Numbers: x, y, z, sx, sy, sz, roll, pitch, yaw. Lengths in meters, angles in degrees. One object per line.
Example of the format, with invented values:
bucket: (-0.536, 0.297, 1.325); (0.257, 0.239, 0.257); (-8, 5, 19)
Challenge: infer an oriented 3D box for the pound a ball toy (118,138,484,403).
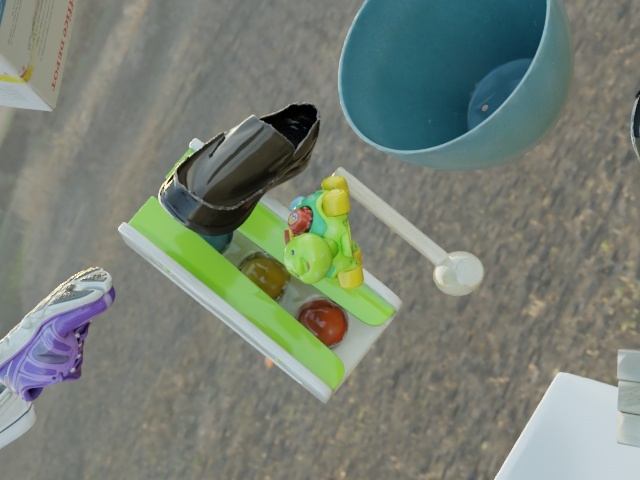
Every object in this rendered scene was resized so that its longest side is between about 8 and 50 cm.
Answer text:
pound a ball toy: (-0.017, 0.019, 1.158); (0.208, 0.319, 0.136); (-52, -5, -9)

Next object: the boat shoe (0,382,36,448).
boat shoe: (-0.517, 0.275, 1.527); (0.095, 0.084, 0.258); (8, 35, 46)

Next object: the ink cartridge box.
ink cartridge box: (-0.457, -0.311, 1.429); (0.270, 0.197, 0.198); (62, -144, -73)

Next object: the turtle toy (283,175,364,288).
turtle toy: (0.000, 0.000, 1.007); (0.130, 0.066, 0.095); (-87, -14, -73)

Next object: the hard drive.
hard drive: (0.323, 0.316, 1.325); (0.353, 0.233, 0.047); (-48, -39, -38)

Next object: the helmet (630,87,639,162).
helmet: (0.367, -0.097, 0.961); (0.169, 0.169, 0.161); (-68, 20, -5)

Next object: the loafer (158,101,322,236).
loafer: (-0.070, -0.080, 1.037); (0.220, 0.080, 0.078); (-45, -12, -51)

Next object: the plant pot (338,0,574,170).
plant pot: (0.194, -0.202, 1.372); (0.290, 0.195, 0.290); (-18, 59, 33)

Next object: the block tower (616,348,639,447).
block tower: (0.425, 0.149, 1.039); (0.097, 0.335, 0.091); (-3, 83, 64)

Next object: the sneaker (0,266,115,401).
sneaker: (-0.219, 0.083, 0.950); (0.170, 0.071, 0.068); (-39, 8, 38)
